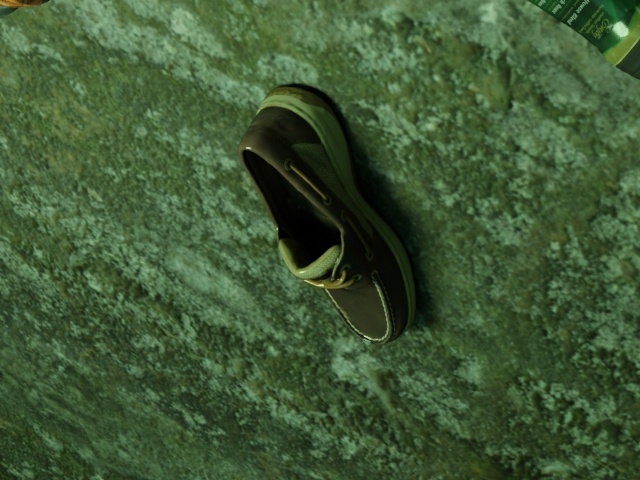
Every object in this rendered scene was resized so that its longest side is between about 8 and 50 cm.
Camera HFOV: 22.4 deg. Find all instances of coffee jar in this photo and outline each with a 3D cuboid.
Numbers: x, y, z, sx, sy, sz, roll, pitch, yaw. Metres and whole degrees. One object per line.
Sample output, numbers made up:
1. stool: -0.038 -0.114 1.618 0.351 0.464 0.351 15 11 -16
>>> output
1. coffee jar: 0.234 -0.221 1.382 0.184 0.096 0.079 36 145 0

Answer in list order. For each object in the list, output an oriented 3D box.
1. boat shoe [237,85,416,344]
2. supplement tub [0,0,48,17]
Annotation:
1. boat shoe: 0.000 0.000 1.771 0.123 0.123 0.342 4 133 34
2. supplement tub: -0.418 -0.327 1.680 0.316 0.193 0.194 8 135 31
